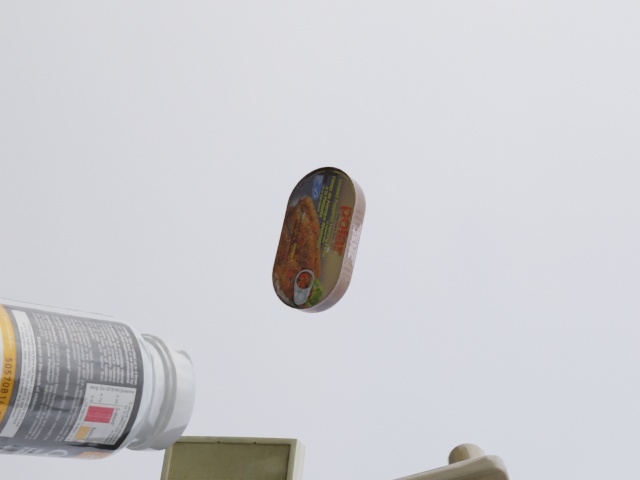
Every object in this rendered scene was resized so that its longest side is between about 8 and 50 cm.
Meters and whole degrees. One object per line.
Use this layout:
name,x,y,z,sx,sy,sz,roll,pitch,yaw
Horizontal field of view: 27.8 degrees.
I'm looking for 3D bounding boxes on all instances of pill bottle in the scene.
pill bottle,-0.280,0.151,1.380,0.162,0.278,0.162,-14,-110,43

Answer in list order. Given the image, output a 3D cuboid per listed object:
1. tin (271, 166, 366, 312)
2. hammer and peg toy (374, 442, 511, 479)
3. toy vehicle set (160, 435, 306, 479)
tin,0.000,0.000,1.647,0.106,0.040,0.189,3,-106,39
hammer and peg toy,0.025,0.344,1.165,0.127,0.361,0.266,-88,159,-65
toy vehicle set,-0.116,0.358,1.494,0.035,0.166,0.266,59,34,-60
